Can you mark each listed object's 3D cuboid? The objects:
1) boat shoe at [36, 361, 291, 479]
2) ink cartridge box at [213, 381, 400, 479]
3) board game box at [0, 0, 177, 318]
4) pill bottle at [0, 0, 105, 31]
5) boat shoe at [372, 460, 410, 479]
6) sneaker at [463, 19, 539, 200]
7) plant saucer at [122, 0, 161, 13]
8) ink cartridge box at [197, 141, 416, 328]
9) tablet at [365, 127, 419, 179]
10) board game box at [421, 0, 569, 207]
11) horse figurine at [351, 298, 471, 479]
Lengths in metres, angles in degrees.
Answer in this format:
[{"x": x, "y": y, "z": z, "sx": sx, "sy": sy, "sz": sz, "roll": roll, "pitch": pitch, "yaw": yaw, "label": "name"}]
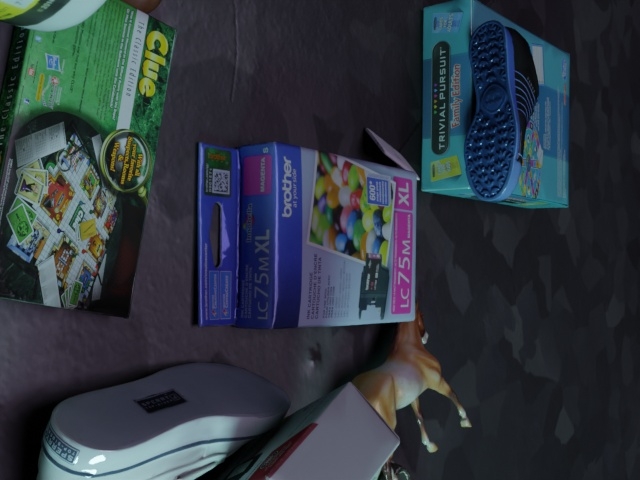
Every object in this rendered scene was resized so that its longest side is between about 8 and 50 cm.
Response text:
[{"x": -0.129, "y": 0.166, "z": 0.651, "sx": 0.258, "sy": 0.095, "sz": 0.084, "roll": 4, "pitch": 115, "yaw": -51, "label": "boat shoe"}, {"x": -0.031, "y": 0.215, "z": 0.681, "sx": 0.072, "sy": 0.175, "sz": 0.127, "roll": 50, "pitch": 47, "yaw": 0, "label": "ink cartridge box"}, {"x": -0.193, "y": -0.075, "z": 0.612, "sx": 0.136, "sy": 0.030, "sz": 0.259, "roll": 18, "pitch": 75, "yaw": -47, "label": "board game box"}, {"x": -0.269, "y": -0.245, "z": 0.398, "sx": 0.334, "sy": 0.188, "sz": 0.188, "roll": 8, "pitch": 83, "yaw": -50, "label": "pill bottle"}, {"x": 0.101, "y": 0.382, "z": 0.924, "sx": 0.081, "sy": 0.069, "sz": 0.228, "roll": -4, "pitch": 92, "yaw": -51, "label": "boat shoe"}, {"x": 0.239, "y": -0.160, "z": 0.970, "sx": 0.090, "sy": 0.081, "sz": 0.232, "roll": 9, "pitch": 81, "yaw": -43, "label": "sneaker"}, {"x": -0.163, "y": -0.240, "z": 0.661, "sx": 0.083, "sy": 0.015, "sz": 0.083, "roll": 2, "pitch": 87, "yaw": -51, "label": "plant saucer"}, {"x": 0.000, "y": 0.000, "z": 0.821, "sx": 0.311, "sy": 0.065, "sz": 0.186, "roll": 4, "pitch": 85, "yaw": -49, "label": "ink cartridge box"}, {"x": 0.090, "y": -0.107, "z": 0.944, "sx": 0.083, "sy": 0.006, "sz": 0.054, "roll": 29, "pitch": 23, "yaw": -46, "label": "tablet"}, {"x": 0.270, "y": -0.186, "z": 1.134, "sx": 0.336, "sy": 0.079, "sz": 0.254, "roll": 4, "pitch": 86, "yaw": -50, "label": "board game box"}, {"x": 0.089, "y": 0.196, "z": 0.897, "sx": 0.263, "sy": 0.066, "sz": 0.174, "roll": -31, "pitch": 102, "yaw": -45, "label": "horse figurine"}]
